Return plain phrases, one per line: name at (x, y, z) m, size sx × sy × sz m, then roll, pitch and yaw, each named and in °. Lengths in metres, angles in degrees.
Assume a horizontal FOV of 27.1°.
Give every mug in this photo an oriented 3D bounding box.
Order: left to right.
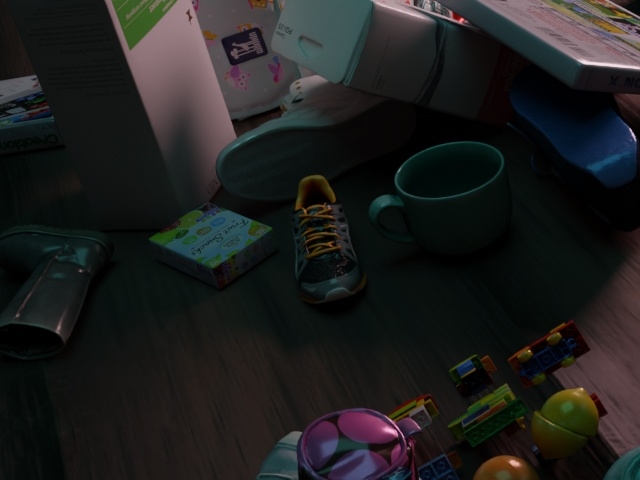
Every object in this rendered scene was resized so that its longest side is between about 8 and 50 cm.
mug at (0.148, -0.042, 1.571) m, size 0.157 × 0.097 × 0.129 m, roll -3°, pitch 34°, yaw 22°

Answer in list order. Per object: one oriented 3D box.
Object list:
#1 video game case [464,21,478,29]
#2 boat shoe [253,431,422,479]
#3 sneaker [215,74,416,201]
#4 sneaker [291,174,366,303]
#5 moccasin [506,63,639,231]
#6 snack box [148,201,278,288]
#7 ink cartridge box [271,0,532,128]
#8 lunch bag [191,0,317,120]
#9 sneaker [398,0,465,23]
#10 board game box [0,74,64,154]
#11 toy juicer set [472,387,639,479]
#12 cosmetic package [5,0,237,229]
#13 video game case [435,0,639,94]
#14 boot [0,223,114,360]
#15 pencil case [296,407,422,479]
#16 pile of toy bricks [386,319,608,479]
video game case at (0.272, -0.394, 2.145) m, size 0.206 × 0.026 × 0.227 m, roll -1°, pitch 35°, yaw 24°
boat shoe at (0.026, 0.243, 1.206) m, size 0.227 × 0.079 × 0.081 m, roll 12°, pitch 50°, yaw 46°
sneaker at (-0.035, -0.144, 1.822) m, size 0.292 × 0.108 × 0.169 m, roll -19°, pitch 28°, yaw -24°
sneaker at (0.000, 0.000, 1.587) m, size 0.084 × 0.083 × 0.215 m, roll -15°, pitch 32°, yaw -1°
moccasin at (0.305, -0.116, 1.607) m, size 0.137 × 0.117 × 0.342 m, roll -19°, pitch 29°, yaw 10°
snack box at (-0.136, 0.004, 1.685) m, size 0.100 × 0.037 × 0.141 m, roll -36°, pitch 37°, yaw -28°
ink cartridge box at (0.108, -0.254, 1.774) m, size 0.283 × 0.117 × 0.207 m, roll 10°, pitch 16°, yaw -36°
lunch bag at (-0.076, -0.331, 2.010) m, size 0.262 × 0.223 × 0.160 m, roll -33°, pitch 30°, yaw -23°
sneaker at (0.171, -0.399, 2.091) m, size 0.144 × 0.090 × 0.270 m, roll -4°, pitch 37°, yaw 17°
board game box at (-0.535, -0.202, 2.180) m, size 0.305 × 0.053 × 0.193 m, roll -7°, pitch 32°, yaw 15°
toy juicer set at (0.278, 0.200, 1.125) m, size 0.329 × 0.089 × 0.209 m, roll -27°, pitch 38°, yaw -2°
cosmetic package at (-0.252, -0.212, 1.766) m, size 0.155 × 0.366 × 0.197 m, roll -1°, pitch 37°, yaw 26°
video game case at (0.336, -0.257, 1.679) m, size 0.299 × 0.036 × 0.329 m, roll 0°, pitch 28°, yaw -32°
boot at (-0.368, 0.067, 1.674) m, size 0.189 × 0.076 × 0.208 m, roll -5°, pitch 40°, yaw 22°
pencil case at (0.039, 0.234, 1.078) m, size 0.098 × 0.209 × 0.095 m, roll -24°, pitch 43°, yaw -23°
pile of toy bricks at (0.165, 0.161, 1.260) m, size 0.212 × 0.118 × 0.105 m, roll -31°, pitch 2°, yaw 6°
